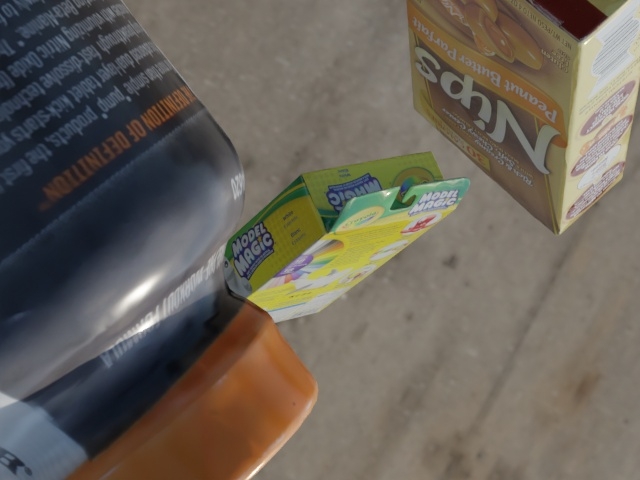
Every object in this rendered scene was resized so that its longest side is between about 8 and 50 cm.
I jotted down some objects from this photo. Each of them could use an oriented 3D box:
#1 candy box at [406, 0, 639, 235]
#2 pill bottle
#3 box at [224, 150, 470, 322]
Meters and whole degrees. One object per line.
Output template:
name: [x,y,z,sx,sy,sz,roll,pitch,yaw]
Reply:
candy box: [0.158,-0.150,1.252,0.087,0.183,0.316,-40,158,-13]
pill bottle: [-0.107,-0.030,0.392,0.130,0.245,0.130,-38,-176,4]
box: [0.000,0.000,0.940,0.105,0.043,0.179,-11,163,-40]
